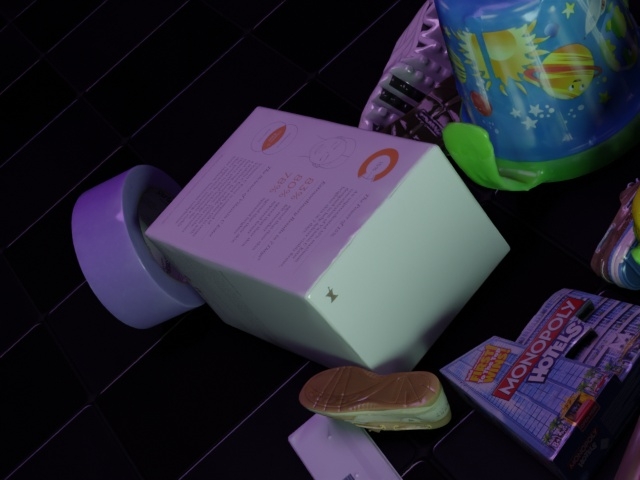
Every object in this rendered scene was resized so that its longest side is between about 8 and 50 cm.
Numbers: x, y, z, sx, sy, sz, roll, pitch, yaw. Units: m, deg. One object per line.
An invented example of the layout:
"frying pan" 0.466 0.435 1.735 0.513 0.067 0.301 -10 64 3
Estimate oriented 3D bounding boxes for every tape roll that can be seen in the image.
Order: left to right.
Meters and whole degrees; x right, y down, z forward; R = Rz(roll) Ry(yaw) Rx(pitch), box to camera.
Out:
"tape roll" -0.215 0.008 1.941 0.080 0.189 0.189 -25 35 23

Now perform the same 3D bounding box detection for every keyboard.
"keyboard" 0.037 0.238 1.570 0.072 0.014 0.256 -45 32 2

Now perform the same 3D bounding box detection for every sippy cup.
"sippy cup" 0.231 -0.218 1.691 0.240 0.224 0.305 -20 45 14

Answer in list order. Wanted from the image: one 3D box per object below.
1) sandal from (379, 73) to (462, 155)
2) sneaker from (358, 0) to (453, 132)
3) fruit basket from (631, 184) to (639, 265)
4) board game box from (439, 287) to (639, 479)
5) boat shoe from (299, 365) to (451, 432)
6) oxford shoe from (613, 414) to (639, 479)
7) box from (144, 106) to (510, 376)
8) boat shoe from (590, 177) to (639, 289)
"sandal" 0.149 -0.128 1.851 0.219 0.060 0.090 -36 66 -10
"sneaker" 0.124 -0.201 1.951 0.292 0.110 0.118 -60 15 -22
"fruit basket" 0.450 -0.095 1.395 0.392 0.283 0.392 -170 90 -80
"board game box" 0.215 0.121 1.483 0.194 0.060 0.194 15 61 52
"boat shoe" 0.055 0.167 1.591 0.170 0.059 0.063 0 47 39
"oxford shoe" 0.243 0.238 1.255 0.133 0.130 0.363 -16 39 43
"box" 0.000 0.000 1.751 0.215 0.168 0.345 -49 33 -15
"boat shoe" 0.327 -0.036 1.555 0.183 0.066 0.066 -49 32 -15
